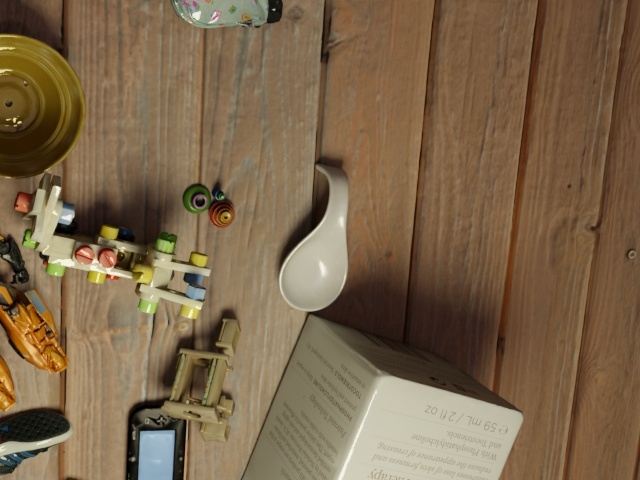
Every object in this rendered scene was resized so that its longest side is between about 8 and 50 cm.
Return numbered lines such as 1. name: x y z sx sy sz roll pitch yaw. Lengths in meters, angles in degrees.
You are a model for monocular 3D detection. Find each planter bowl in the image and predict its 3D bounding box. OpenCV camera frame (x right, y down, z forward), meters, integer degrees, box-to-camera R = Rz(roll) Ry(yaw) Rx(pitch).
1. planter bowl: -0.480 -0.209 1.311 0.217 0.090 0.217 -6 105 -22

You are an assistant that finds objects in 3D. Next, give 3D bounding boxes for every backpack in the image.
1. backpack: -0.157 -0.417 1.392 0.181 0.115 0.152 -12 109 -18

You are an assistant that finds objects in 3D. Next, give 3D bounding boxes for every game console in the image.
1. game console: -0.322 0.476 1.570 0.213 0.044 0.362 0 102 -24

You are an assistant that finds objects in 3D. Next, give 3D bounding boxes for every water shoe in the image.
1. water shoe: -0.525 0.352 1.449 0.203 0.073 0.080 -11 133 -21

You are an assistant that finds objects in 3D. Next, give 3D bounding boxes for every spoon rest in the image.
1. spoon rest: 0.000 0.000 1.577 0.137 0.084 0.277 8 98 -25

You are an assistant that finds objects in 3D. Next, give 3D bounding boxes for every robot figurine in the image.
1. robot figurine: -0.536 0.118 1.356 0.211 0.085 0.291 -38 116 -27

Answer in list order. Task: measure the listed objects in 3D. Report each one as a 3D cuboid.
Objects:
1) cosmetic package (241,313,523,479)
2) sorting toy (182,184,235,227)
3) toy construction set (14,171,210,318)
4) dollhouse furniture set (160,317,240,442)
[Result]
1. cosmetic package: 0.100 0.401 1.580 0.329 0.327 0.394 19 95 -26
2. sorting toy: -0.190 -0.062 1.501 0.102 0.042 0.061 30 89 -26
3. toy construction set: -0.346 0.018 1.355 0.327 0.215 0.151 30 89 -26
4. dollhouse furniture set: -0.211 0.257 1.570 0.101 0.161 0.182 7 57 8
